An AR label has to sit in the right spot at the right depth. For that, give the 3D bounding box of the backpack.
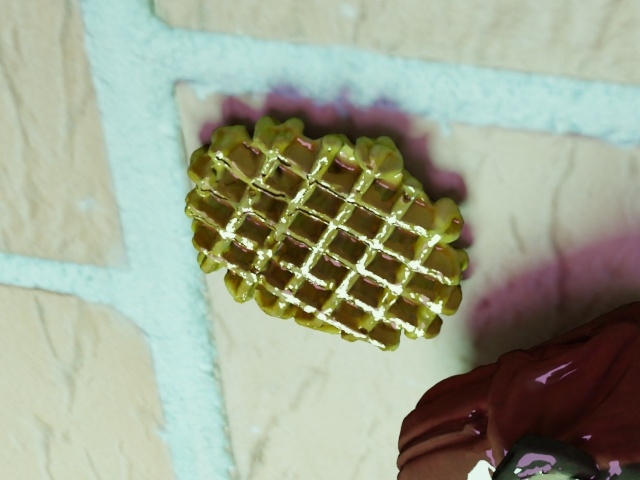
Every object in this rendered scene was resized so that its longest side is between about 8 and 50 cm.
[{"bbox_3d":[0.152,0.143,1.021,0.229,0.138,0.229,3,147,2],"label":"backpack"}]

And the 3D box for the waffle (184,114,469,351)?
[{"bbox_3d":[0.002,-0.003,1.008,0.191,0.038,0.191,12,134,13],"label":"waffle"}]
